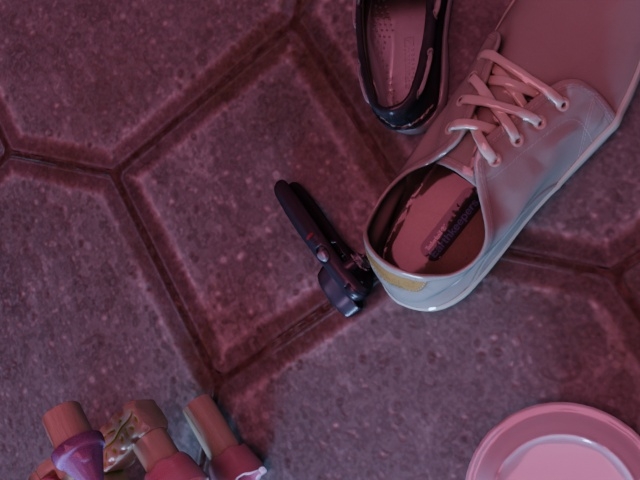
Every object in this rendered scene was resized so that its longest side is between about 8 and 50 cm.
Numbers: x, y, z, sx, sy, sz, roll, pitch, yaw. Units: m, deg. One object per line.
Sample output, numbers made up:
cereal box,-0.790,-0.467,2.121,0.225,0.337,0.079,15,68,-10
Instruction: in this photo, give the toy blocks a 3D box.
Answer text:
toy blocks,-0.222,0.353,0.891,0.288,0.309,0.260,-44,63,16

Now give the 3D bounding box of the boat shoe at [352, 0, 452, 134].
boat shoe,0.093,-0.275,0.923,0.114,0.091,0.302,-10,81,24

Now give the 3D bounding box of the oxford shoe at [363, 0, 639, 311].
oxford shoe,0.194,-0.121,0.843,0.169,0.130,0.449,37,99,27

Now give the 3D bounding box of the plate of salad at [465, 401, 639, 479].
plate of salad,0.246,0.263,0.826,0.200,0.048,0.199,-2,84,14

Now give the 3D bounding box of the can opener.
can opener,0.000,0.000,0.959,0.073,0.059,0.186,-40,71,17
